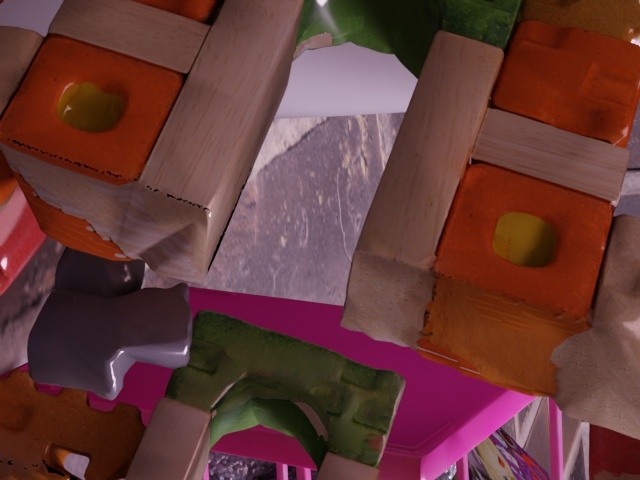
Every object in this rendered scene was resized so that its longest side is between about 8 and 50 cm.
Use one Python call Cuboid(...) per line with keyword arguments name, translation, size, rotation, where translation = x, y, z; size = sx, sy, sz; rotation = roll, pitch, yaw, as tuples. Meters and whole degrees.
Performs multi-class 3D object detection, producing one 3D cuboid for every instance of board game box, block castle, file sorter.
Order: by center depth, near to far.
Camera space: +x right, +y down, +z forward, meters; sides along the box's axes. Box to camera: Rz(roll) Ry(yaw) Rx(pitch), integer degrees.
Cuboid(name="block castle", translation=(0.000, 0.000, 0.738), size=(0.303, 0.453, 0.213), rotation=(101, 8, -55))
Cuboid(name="file sorter", translation=(-0.016, 0.155, 1.029), size=(0.202, 0.290, 0.182), rotation=(-26, 117, -55))
Cuboid(name="board game box", translation=(0.203, 0.286, 1.877), size=(0.208, 0.056, 0.347), rotation=(49, 10, -18))

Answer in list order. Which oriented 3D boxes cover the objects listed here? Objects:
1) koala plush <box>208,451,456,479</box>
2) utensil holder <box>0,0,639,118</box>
Cuboid(name="koala plush", translation=(0.007, 0.203, 1.277), size=(0.203, 0.221, 0.196), rotation=(58, 33, -60))
Cuboid(name="utensil holder", translation=(-0.039, -0.221, 0.900), size=(0.327, 0.385, 0.328), rotation=(-2, 90, -74))
